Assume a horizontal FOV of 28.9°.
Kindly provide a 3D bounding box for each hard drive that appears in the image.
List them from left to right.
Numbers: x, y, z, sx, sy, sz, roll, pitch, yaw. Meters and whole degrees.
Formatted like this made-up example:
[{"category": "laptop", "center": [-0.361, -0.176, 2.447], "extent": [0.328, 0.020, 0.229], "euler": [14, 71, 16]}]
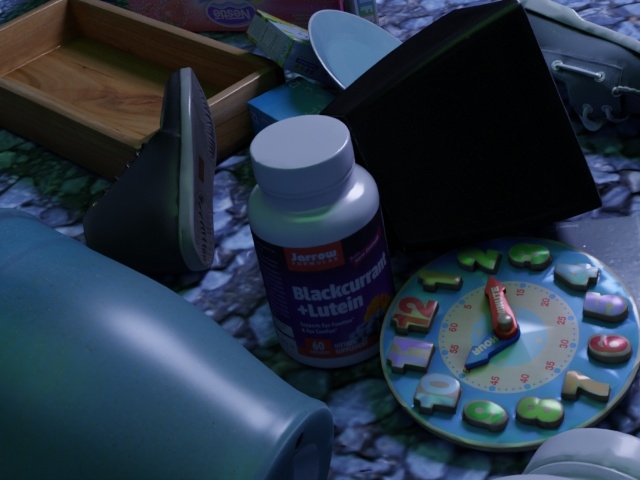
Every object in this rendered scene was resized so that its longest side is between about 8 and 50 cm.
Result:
[{"category": "hard drive", "center": [0.235, 0.029, 1.052], "extent": [0.094, 0.022, 0.135], "euler": [-6, 35, 9]}]

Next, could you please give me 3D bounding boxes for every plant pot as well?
[{"category": "plant pot", "center": [-0.139, 0.146, 0.808], "extent": [0.255, 0.272, 0.272], "euler": [19, 44, 17]}, {"category": "plant pot", "center": [0.106, -0.085, 1.078], "extent": [0.167, 0.187, 0.188], "euler": [-27, 11, -8]}]

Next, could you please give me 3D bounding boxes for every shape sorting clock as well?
[{"category": "shape sorting clock", "center": [0.147, 0.074, 0.973], "extent": [0.206, 0.040, 0.206], "euler": [-10, 46, 11]}]

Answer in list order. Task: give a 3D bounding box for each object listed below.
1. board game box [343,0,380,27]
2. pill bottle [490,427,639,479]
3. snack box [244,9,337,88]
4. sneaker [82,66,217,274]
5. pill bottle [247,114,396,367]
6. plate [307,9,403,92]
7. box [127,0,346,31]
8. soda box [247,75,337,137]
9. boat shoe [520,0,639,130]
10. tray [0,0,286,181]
[{"category": "board game box", "center": [0.043, -0.294, 1.447], "extent": [0.026, 0.154, 0.103], "euler": [-13, 35, -3]}, {"category": "pill bottle", "center": [0.103, 0.251, 0.642], "extent": [0.181, 0.181, 0.323], "euler": [13, 42, 31]}, {"category": "snack box", "center": [-0.001, -0.201, 1.362], "extent": [0.141, 0.037, 0.100], "euler": [15, 20, -36]}, {"category": "sneaker", "center": [-0.168, -0.068, 1.204], "extent": [0.118, 0.083, 0.222], "euler": [-8, 60, 12]}, {"category": "pill bottle", "center": [0.000, 0.000, 1.011], "extent": [0.108, 0.193, 0.108], "euler": [-8, 35, 6]}, {"category": "plate", "center": [0.060, -0.171, 1.302], "extent": [0.188, 0.024, 0.188], "euler": [27, 35, -20]}, {"category": "box", "center": [-0.096, -0.363, 1.593], "extent": [0.300, 0.142, 0.154], "euler": [3, 37, 20]}, {"category": "soda box", "center": [0.014, -0.093, 1.248], "extent": [0.071, 0.067, 0.210], "euler": [-29, 38, -23]}, {"category": "boat shoe", "center": [0.293, -0.157, 1.263], "extent": [0.319, 0.116, 0.099], "euler": [37, 100, 39]}, {"category": "tray", "center": [-0.248, -0.179, 1.443], "extent": [0.203, 0.076, 0.411], "euler": [-35, 42, -30]}]
